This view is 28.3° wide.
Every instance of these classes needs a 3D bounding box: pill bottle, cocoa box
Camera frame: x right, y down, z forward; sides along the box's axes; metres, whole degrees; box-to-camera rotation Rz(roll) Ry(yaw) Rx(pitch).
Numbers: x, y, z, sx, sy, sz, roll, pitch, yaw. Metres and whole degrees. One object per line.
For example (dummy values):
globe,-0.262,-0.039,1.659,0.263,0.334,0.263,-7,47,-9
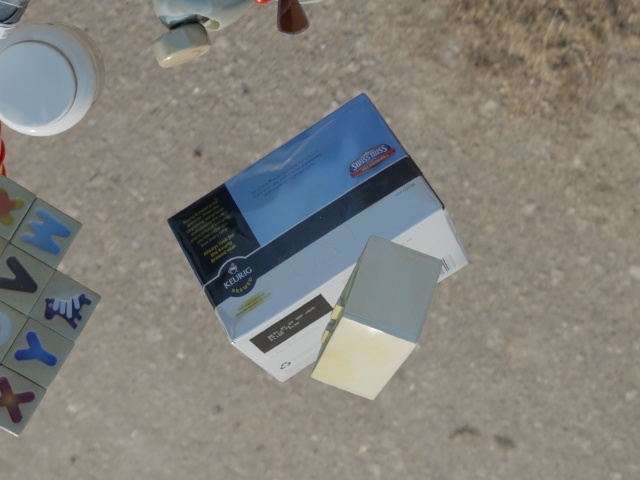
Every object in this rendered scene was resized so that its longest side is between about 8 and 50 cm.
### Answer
pill bottle,-0.443,-0.261,2.042,0.176,0.318,0.176,-1,101,-4
cocoa box,0.000,0.000,1.850,0.347,0.228,0.231,-33,154,2

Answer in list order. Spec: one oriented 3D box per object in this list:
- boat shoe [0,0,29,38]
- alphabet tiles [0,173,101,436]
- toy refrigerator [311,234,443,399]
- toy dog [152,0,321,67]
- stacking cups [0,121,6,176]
boat shoe,-0.539,-0.399,1.753,0.301,0.108,0.102,33,124,-14
alphabet tiles,-0.413,0.046,1.297,0.342,0.285,0.011,33,171,-16
toy refrigerator,0.055,0.093,1.458,0.094,0.102,0.269,20,160,-1
toy dog,-0.112,-0.376,1.835,0.220,0.333,0.161,53,151,-11
stacking cups,-0.410,-0.065,1.468,0.096,0.096,0.316,29,151,2
